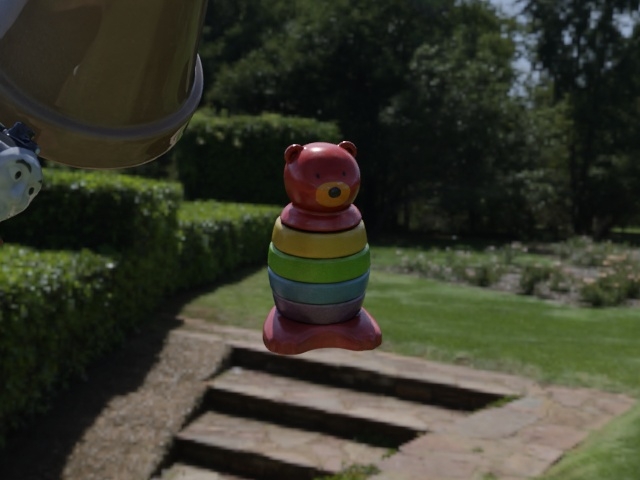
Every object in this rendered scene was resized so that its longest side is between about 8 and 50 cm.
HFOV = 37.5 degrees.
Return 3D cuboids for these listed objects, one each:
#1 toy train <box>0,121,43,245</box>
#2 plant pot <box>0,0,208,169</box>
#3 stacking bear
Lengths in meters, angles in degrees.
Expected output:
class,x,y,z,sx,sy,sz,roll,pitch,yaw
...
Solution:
class,x,y,z,sx,sy,sz,roll,pitch,yaw
toy train,-0.398,-0.084,0.831,0.334,0.190,0.142,31,-19,23
plant pot,-0.220,-0.241,0.964,0.263,0.263,0.229,1,-33,-31
stacking bear,0.000,0.000,1.377,0.175,0.289,0.164,-2,20,-11
